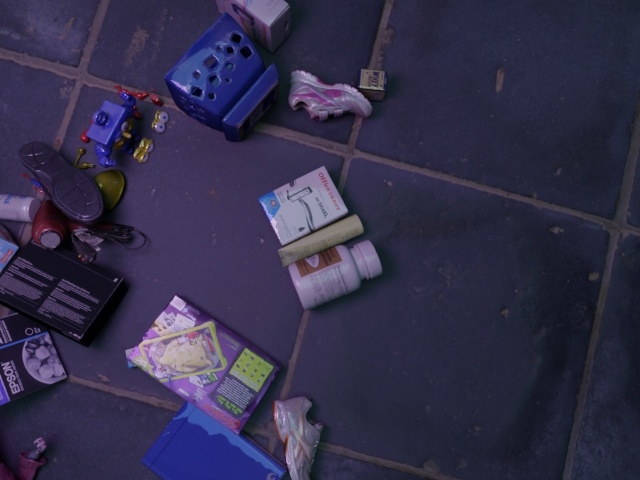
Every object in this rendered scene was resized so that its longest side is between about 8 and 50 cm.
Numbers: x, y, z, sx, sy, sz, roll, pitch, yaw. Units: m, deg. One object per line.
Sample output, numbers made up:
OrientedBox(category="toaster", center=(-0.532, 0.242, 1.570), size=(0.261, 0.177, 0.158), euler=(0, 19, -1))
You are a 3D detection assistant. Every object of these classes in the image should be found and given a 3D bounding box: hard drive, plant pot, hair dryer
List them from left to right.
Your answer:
OrientedBox(category="hair dryer", center=(-0.634, -0.023, 1.315), size=(0.293, 0.223, 0.080), euler=(29, 108, 13))
OrientedBox(category="hard drive", center=(-0.277, 0.584, 1.311), size=(0.318, 0.040, 0.210), euler=(37, 83, 2))
OrientedBox(category="plant pot", center=(-0.243, -0.407, 1.335), size=(0.212, 0.236, 0.236), euler=(40, 83, -5))

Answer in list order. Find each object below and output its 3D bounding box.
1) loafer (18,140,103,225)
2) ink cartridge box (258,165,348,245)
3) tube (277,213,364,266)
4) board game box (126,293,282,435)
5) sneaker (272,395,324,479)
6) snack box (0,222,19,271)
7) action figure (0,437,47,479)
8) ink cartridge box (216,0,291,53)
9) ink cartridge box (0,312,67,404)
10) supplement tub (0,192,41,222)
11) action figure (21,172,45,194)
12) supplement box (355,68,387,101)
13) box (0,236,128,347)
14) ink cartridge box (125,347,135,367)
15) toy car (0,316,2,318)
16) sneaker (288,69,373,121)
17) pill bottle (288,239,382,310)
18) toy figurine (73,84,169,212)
OrientedBox(category="loafer", center=(-0.662, -0.138, 1.308), size=(0.302, 0.095, 0.109), euler=(42, 60, 15))
OrientedBox(category="ink cartridge box", center=(-0.046, -0.091, 1.373), size=(0.203, 0.086, 0.148), euler=(-28, 85, -4))
OrientedBox(category="tube", center=(0.000, 0.000, 1.370), size=(0.240, 0.062, 0.070), euler=(-25, 107, -7))
OrientedBox(category="board game box", center=(-0.300, 0.321, 1.318), size=(0.346, 0.056, 0.208), euler=(34, 69, 1))
OrientedBox(category="sneaker", center=(-0.039, 0.533, 1.302), size=(0.120, 0.099, 0.263), euler=(-15, 86, -8))
OrientedBox(category="snack box", center=(-0.911, 0.107, 1.279), size=(0.187, 0.060, 0.322), euler=(28, 81, 44))
OrientedBox(category="action figure", center=(-0.819, 0.601, 1.216), size=(0.275, 0.248, 0.370), euler=(-23, 112, 28))
OrientedBox(category="ink cartridge box", center=(-0.189, -0.647, 1.395), size=(0.212, 0.154, 0.093), euler=(38, 84, 2))
OrientedBox(category="ink cartridge box", center=(-0.774, 0.292, 1.253), size=(0.045, 0.208, 0.207), euler=(-29, 85, 33))
OrientedBox(category="supplement tub", center=(-0.820, -0.087, 1.351), size=(0.107, 0.071, 0.071), euler=(6, 83, -2))
OrientedBox(category="action figure", center=(-0.768, -0.155, 1.383), size=(0.115, 0.030, 0.038), euler=(38, 79, 0))
OrientedBox(category="supplement box", center=(0.141, -0.437, 1.420), size=(0.083, 0.083, 0.056), euler=(5, 83, -2))
OrientedBox(category="box", center=(-0.666, 0.129, 1.291), size=(0.261, 0.103, 0.185), euler=(27, 64, 1))
OrientedBox(category="ink cartridge box", center=(-0.471, 0.305, 1.341), size=(0.083, 0.028, 0.048), euler=(-13, 84, -3))
OrientedBox(category="toy car", center=(-0.870, 0.287, 1.274), size=(0.159, 0.136, 0.182), euler=(-20, 85, -4))
OrientedBox(category="sneaker", center=(0.021, -0.381, 1.408), size=(0.252, 0.103, 0.111), euler=(19, 87, 6))
OrientedBox(category="pill bottle", center=(0.040, 0.085, 1.334), size=(0.229, 0.131, 0.131), euler=(-21, 85, -5))
OrientedBox(category="toy figurine", center=(-0.571, -0.272, 1.308), size=(0.191, 0.217, 0.363), euler=(28, 83, 1))
